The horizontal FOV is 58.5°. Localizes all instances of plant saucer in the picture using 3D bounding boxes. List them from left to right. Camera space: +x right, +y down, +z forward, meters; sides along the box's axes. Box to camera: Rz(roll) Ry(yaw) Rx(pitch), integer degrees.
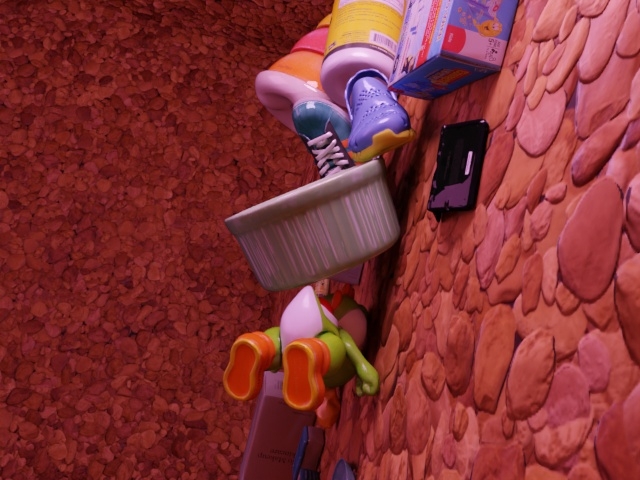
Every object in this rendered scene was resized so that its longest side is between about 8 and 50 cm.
[{"bbox_3d":[0.037,0.434,0.971,0.119,0.021,0.119,-167,90,-82],"label":"plant saucer"}]

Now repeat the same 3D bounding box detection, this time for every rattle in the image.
[{"bbox_3d":[-0.016,0.261,1.152,0.199,0.130,0.143,86,-161,-47],"label":"rattle"}]

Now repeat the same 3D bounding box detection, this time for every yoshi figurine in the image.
[{"bbox_3d":[-0.006,0.205,0.979,0.203,0.203,0.362,-42,-11,21],"label":"yoshi figurine"}]

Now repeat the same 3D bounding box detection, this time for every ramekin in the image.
[{"bbox_3d":[-0.004,-0.026,1.026,0.303,0.303,0.148,-147,35,-82],"label":"ramekin"}]

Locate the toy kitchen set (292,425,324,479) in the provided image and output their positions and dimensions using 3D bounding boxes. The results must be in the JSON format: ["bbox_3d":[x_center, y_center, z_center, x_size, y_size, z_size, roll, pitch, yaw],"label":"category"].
[{"bbox_3d":[-0.082,0.493,1.198,0.207,0.166,0.122,-99,23,-70],"label":"toy kitchen set"}]

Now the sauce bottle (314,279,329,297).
[{"bbox_3d":[0.006,0.119,1.657,0.042,0.042,0.128,113,166,-53],"label":"sauce bottle"}]

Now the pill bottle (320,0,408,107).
[{"bbox_3d":[0.113,-0.493,1.356,0.188,0.188,0.334,119,163,-64],"label":"pill bottle"}]

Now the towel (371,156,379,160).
[{"bbox_3d":[0.122,-0.191,1.401,0.144,0.029,0.197,-89,14,-68],"label":"towel"}]

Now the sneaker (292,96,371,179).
[{"bbox_3d":[0.041,-0.161,1.185,0.108,0.302,0.121,-20,45,25],"label":"sneaker"}]

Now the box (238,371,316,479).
[{"bbox_3d":[-0.110,0.508,1.474,0.121,0.148,0.311,-103,25,-72],"label":"box"}]

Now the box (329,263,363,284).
[{"bbox_3d":[0.039,0.049,1.304,0.101,0.102,0.087,158,128,-80],"label":"box"}]

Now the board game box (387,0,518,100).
[{"bbox_3d":[0.208,-0.387,0.858,0.302,0.086,0.308,-132,55,-80],"label":"board game box"}]

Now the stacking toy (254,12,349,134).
[{"bbox_3d":[0.073,-0.515,1.592,0.480,0.350,0.350,-59,6,-6],"label":"stacking toy"}]

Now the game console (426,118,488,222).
[{"bbox_3d":[0.190,-0.090,0.775,0.107,0.071,0.122,1,77,52],"label":"game console"}]

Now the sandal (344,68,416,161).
[{"bbox_3d":[0.096,-0.238,1.062,0.317,0.126,0.138,-90,-23,-69],"label":"sandal"}]
